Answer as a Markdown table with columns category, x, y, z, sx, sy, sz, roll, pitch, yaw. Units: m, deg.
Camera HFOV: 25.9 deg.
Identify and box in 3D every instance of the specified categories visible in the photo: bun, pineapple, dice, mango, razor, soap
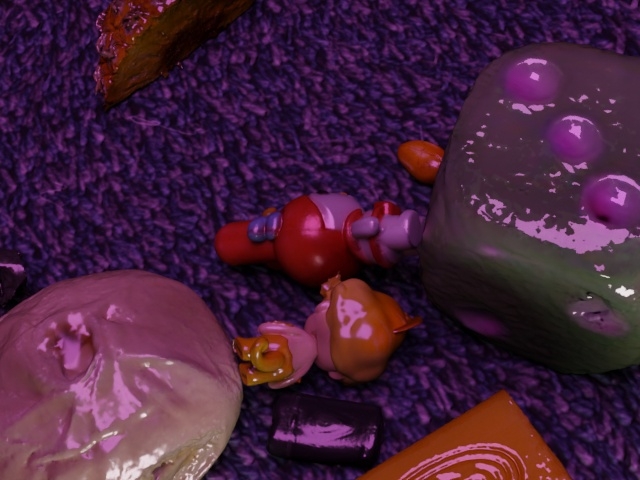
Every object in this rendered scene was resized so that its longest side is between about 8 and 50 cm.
| category | x | y | z | sx | sy | sz | roll | pitch | yaw |
| --- | --- | --- | --- | --- | --- | --- | --- | --- | --- |
| bun | -0.287 | 0.182 | 1.775 | 0.364 | 0.202 | 0.364 | -2 | 58 | 4 |
| pineapple | -0.241 | -0.368 | 2.106 | 0.334 | 0.161 | 0.158 | -34 | 62 | -11 |
| dice | 0.323 | -0.039 | 1.781 | 0.330 | 0.318 | 0.322 | 20 | 64 | 15 |
| pineapple | -0.484 | 0.099 | 1.897 | 0.119 | 0.111 | 0.237 | 35 | 60 | -11 |
| mango | 0.147 | -0.114 | 1.994 | 0.089 | 0.046 | 0.060 | 30 | 68 | 24 |
| razor | 0.008 | 0.245 | 1.798 | 0.148 | 0.054 | 0.090 | 6 | 62 | 8 |
| soap | 0.153 | 0.345 | 1.706 | 0.324 | 0.096 | 0.204 | -31 | 62 | -12 |

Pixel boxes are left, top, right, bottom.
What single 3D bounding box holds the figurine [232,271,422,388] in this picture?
| category | x | y | z | sx | sy | sz | roll | pitch | yaw |
| --- | --- | --- | --- | --- | --- | --- | --- | --- | --- |
| figurine | 0.011 | 0.128 | 1.808 | 0.246 | 0.131 | 0.156 | -17 | 104 | -21 |

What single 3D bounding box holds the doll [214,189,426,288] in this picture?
| category | x | y | z | sx | sy | sz | roll | pitch | yaw |
| --- | --- | --- | --- | --- | --- | --- | --- | --- | --- |
| doll | 0.000 | 0.000 | 1.876 | 0.290 | 0.161 | 0.130 | -4 | 79 | 25 |
